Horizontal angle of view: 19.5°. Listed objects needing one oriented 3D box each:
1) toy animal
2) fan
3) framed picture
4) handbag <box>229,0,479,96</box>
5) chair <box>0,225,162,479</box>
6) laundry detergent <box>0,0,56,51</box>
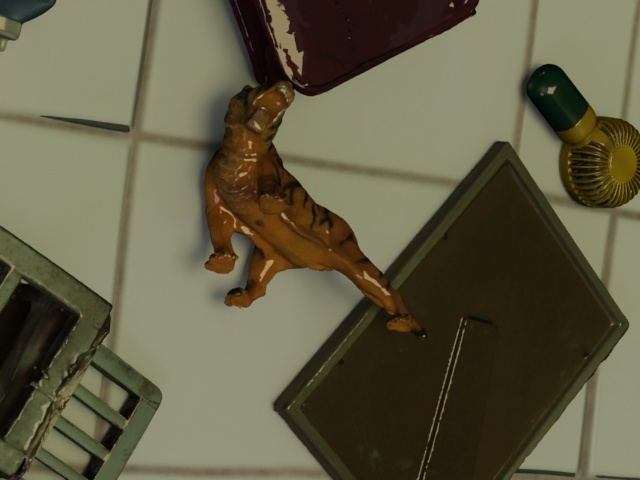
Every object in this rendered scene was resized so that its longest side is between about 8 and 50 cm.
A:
[{"bbox_3d":[-0.007,0.002,1.447,0.255,0.114,0.116,46,37,-34],"label":"toy animal"},{"bbox_3d":[0.232,-0.092,1.630,0.155,0.039,0.082,47,69,-29],"label":"fan"},{"bbox_3d":[0.123,0.104,1.582,0.315,0.024,0.232,-49,119,-23],"label":"framed picture"},{"bbox_3d":[0.007,-0.238,1.436,0.203,0.074,0.216,-32,110,-29],"label":"handbag"},{"bbox_3d":[-0.202,0.098,1.274,0.270,0.147,0.136,41,71,-30],"label":"chair"},{"bbox_3d":[-0.209,-0.233,1.289,0.096,0.061,0.206,13,88,-44],"label":"laundry detergent"}]
